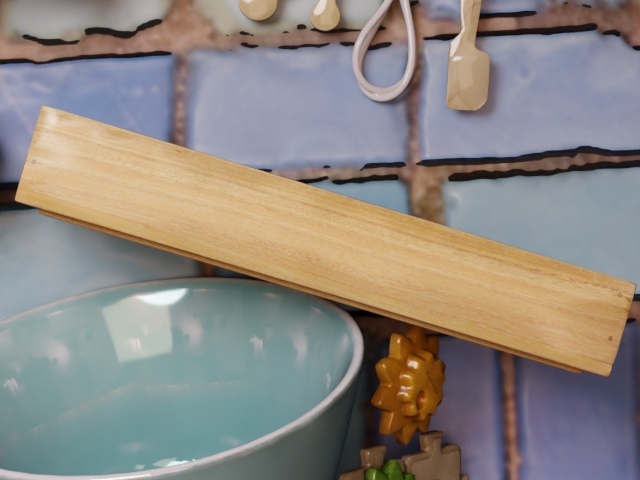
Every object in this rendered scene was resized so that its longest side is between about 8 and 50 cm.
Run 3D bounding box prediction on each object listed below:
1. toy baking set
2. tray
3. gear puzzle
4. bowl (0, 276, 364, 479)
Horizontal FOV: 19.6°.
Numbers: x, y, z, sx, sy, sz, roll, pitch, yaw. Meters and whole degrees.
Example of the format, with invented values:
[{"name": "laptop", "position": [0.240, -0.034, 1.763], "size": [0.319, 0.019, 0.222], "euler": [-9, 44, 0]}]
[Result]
[{"name": "toy baking set", "position": [0.046, -0.219, 1.405], "size": [0.256, 0.030, 0.197], "euler": [32, 92, -3]}, {"name": "tray", "position": [0.000, 0.000, 1.316], "size": [0.411, 0.203, 0.076], "euler": [18, 91, -3]}, {"name": "gear puzzle", "position": [0.073, 0.228, 1.338], "size": [0.044, 0.175, 0.339], "euler": [5, 95, 35]}, {"name": "bowl", "position": [-0.116, 0.159, 1.290], "size": [0.311, 0.311, 0.163], "euler": [-7, 111, -3]}]
